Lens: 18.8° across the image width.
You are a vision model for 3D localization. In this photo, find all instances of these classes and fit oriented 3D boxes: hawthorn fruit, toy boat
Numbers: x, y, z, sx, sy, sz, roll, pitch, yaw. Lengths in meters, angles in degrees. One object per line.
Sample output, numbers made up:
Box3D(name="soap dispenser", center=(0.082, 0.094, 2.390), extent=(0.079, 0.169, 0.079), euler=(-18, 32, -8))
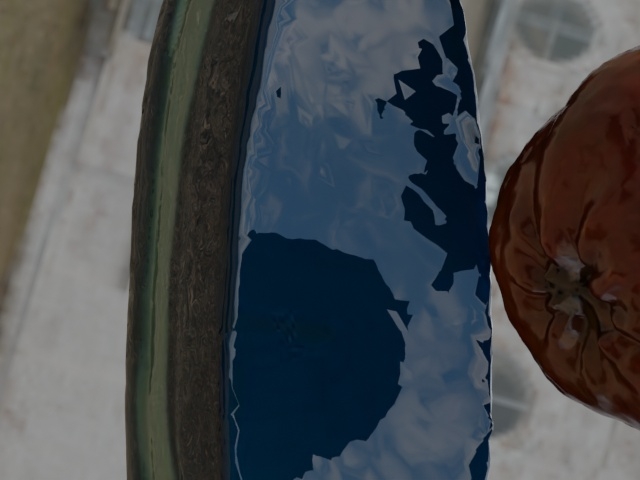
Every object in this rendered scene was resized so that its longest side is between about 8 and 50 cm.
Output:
Box3D(name="hawthorn fruit", center=(0.085, -0.001, 0.416), extent=(0.093, 0.093, 0.093), euler=(-164, -90, -86))
Box3D(name="toy boat", center=(0.000, 0.000, 0.537), extent=(0.062, 0.096, 0.299), euler=(157, -65, -64))
